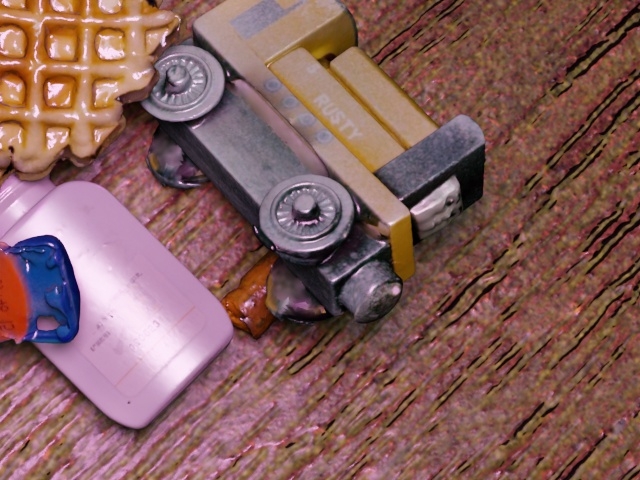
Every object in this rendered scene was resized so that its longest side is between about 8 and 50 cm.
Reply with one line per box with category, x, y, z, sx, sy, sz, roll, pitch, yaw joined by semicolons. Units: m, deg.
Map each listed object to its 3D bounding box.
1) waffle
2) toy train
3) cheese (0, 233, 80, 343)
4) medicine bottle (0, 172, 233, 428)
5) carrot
waffle;-0.303;-0.208;1.549;0.297;0.073;0.317;-43;103;-6
toy train;-0.014;-0.098;1.641;0.253;0.160;0.397;-34;62;-16
cheese;-0.387;0.054;1.552;0.329;0.129;0.217;-4;117;14
medicine bottle;-0.235;0.041;1.633;0.296;0.111;0.161;44;80;0
carrot;0.000;0.000;1.705;0.260;0.070;0.070;-43;88;-16
